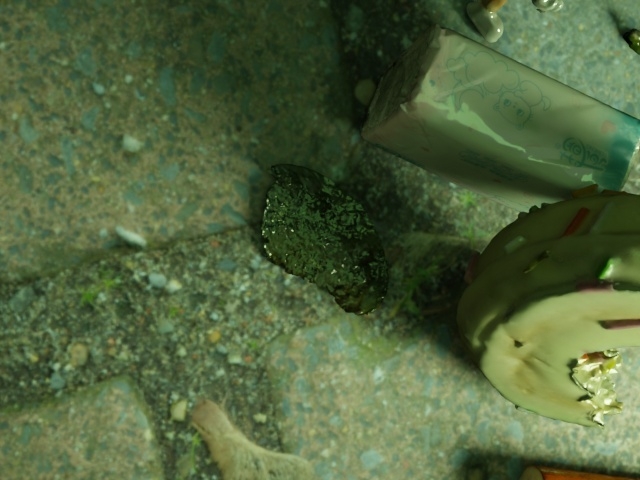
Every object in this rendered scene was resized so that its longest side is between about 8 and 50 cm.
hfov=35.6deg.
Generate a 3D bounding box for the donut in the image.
[{"bbox_3d":[0.312,0.073,1.109,0.307,0.371,0.150,24,56,-17],"label":"donut"}]

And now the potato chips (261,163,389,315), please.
[{"bbox_3d":[0.000,0.000,1.203,0.142,0.026,0.209,-21,95,-7],"label":"potato chips"}]

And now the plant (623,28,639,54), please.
[{"bbox_3d":[0.592,-0.305,1.278,0.251,0.180,0.333,45,112,-1],"label":"plant"}]

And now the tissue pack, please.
[{"bbox_3d":[0.202,-0.125,1.146,0.271,0.201,0.124,24,78,-10],"label":"tissue pack"}]

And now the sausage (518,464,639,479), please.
[{"bbox_3d":[0.407,0.347,1.255,0.312,0.093,0.093,10,90,-11],"label":"sausage"}]

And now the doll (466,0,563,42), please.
[{"bbox_3d":[0.225,-0.342,1.152,0.183,0.217,0.085,48,43,-8],"label":"doll"}]
